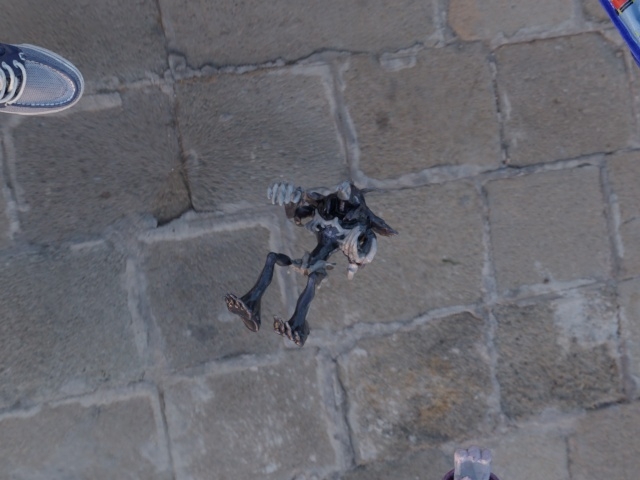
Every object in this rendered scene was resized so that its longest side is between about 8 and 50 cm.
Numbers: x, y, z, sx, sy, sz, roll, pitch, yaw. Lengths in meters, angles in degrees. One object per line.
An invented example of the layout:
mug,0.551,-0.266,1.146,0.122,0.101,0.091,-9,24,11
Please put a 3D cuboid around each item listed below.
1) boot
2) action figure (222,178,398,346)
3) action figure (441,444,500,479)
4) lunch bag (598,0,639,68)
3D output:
boot,-0.290,-0.138,0.600,0.190,0.086,0.069,0,118,-42
action figure,0.000,0.000,0.904,0.164,0.141,0.275,26,64,14
action figure,0.185,0.319,0.667,0.370,0.276,0.248,18,90,13
lunch bag,0.542,-0.323,0.955,0.221,0.138,0.293,-27,90,-17
